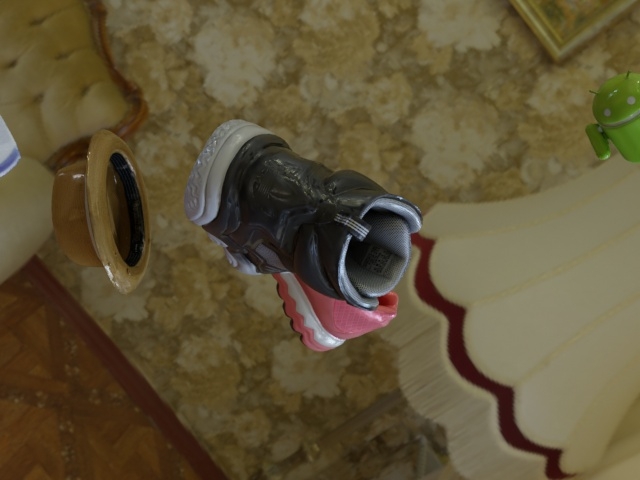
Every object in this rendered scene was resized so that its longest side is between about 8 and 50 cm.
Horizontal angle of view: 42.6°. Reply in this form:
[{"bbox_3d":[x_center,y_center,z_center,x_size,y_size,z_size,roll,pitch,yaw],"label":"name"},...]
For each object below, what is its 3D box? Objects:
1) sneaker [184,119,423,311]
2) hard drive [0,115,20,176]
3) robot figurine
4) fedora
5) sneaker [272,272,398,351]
[{"bbox_3d":[0.000,0.000,0.658,0.153,0.101,0.268,26,-6,16],"label":"sneaker"},{"bbox_3d":[-0.354,0.000,0.511,0.210,0.319,0.040,-39,113,-42],"label":"hard drive"},{"bbox_3d":[0.332,-0.128,0.866,0.115,0.101,0.067,45,34,-25],"label":"robot figurine"},{"bbox_3d":[-0.259,-0.030,0.955,0.194,0.079,0.194,-6,90,-83],"label":"fedora"},{"bbox_3d":[-0.006,-0.004,0.972,0.313,0.136,0.116,57,30,-31],"label":"sneaker"}]
